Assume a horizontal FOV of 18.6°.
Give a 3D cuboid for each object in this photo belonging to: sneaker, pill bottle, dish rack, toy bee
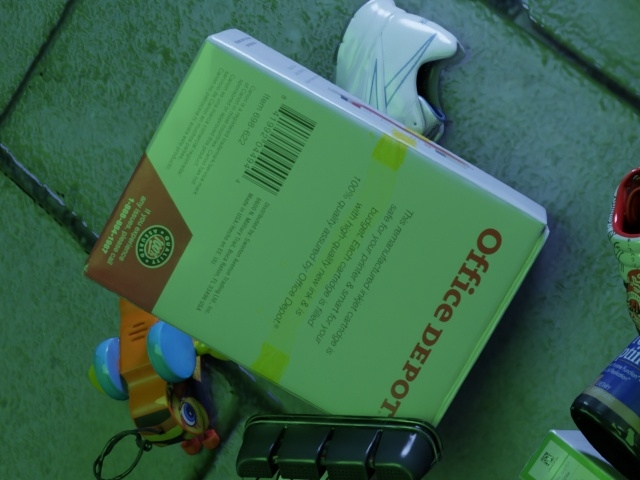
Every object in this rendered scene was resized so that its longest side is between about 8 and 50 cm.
[{"bbox_3d":[0.349,-0.029,1.795,0.090,0.270,0.145,-1,125,38],"label":"sneaker"},{"bbox_3d":[0.350,0.124,1.835,0.219,0.123,0.123,-44,61,-10],"label":"pill bottle"},{"bbox_3d":[0.029,0.306,1.959,0.208,0.074,0.271,0,119,23],"label":"dish rack"},{"bbox_3d":[0.056,-0.108,2.084,0.129,0.111,0.297,21,95,25],"label":"sneaker"},{"bbox_3d":[-0.180,0.164,2.176,0.195,0.162,0.298,1,59,39],"label":"toy bee"}]

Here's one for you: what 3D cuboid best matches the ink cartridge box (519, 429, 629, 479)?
[{"bbox_3d":[0.303,0.266,1.882,0.209,0.109,0.062,37,103,28],"label":"ink cartridge box"}]

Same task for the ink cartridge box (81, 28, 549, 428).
[{"bbox_3d":[0.000,0.000,1.981,0.385,0.160,0.279,30,100,2],"label":"ink cartridge box"}]

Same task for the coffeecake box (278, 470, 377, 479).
[{"bbox_3d":[0.000,0.319,2.076,0.142,0.068,0.185,44,105,25],"label":"coffeecake box"}]
